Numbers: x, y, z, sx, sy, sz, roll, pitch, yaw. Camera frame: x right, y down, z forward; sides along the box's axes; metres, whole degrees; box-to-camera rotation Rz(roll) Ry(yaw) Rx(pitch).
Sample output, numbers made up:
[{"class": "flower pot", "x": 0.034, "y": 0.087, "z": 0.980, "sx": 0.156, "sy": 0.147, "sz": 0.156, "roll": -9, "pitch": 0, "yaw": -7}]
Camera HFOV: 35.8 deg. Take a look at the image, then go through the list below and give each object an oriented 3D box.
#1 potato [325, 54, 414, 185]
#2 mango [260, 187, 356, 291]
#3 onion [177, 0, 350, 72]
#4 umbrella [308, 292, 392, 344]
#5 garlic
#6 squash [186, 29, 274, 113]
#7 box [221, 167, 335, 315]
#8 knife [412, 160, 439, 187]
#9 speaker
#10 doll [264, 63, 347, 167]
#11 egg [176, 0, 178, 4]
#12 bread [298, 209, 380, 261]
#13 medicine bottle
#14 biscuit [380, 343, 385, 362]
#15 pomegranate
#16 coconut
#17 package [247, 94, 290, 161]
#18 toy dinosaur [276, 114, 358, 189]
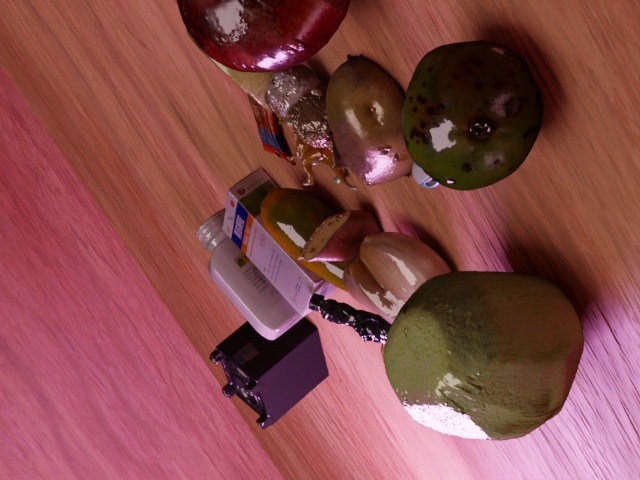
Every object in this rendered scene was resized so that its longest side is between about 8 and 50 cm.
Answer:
[{"class": "potato", "x": 0.091, "y": -0.181, "z": 1.647, "sx": 0.138, "sy": 0.098, "sz": 0.243, "roll": 10, "pitch": 134, "yaw": 57}, {"class": "mango", "x": -0.003, "y": 0.001, "z": 2.063, "sx": 0.289, "sy": 0.129, "sz": 0.146, "roll": 48, "pitch": 148, "yaw": 2}, {"class": "onion", "x": -0.091, "y": -0.385, "z": 1.466, "sx": 0.276, "sy": 0.276, "sz": 0.276, "roll": 42, "pitch": 156, "yaw": 24}, {"class": "umbrella", "x": 0.077, "y": 0.175, "z": 2.149, "sx": 0.224, "sy": 0.071, "sz": 0.080, "roll": 23, "pitch": 148, "yaw": 11}, {"class": "garlic", "x": 0.154, "y": 0.089, "z": 1.862, "sx": 0.228, "sy": 0.110, "sz": 0.217, "roll": 31, "pitch": 141, "yaw": 5}, {"class": "squash", "x": -0.151, "y": -0.390, "z": 1.889, "sx": 0.237, "sy": 0.155, "sz": 0.204, "roll": 45, "pitch": -171, "yaw": 14}, {"class": "box", "x": -0.088, "y": 0.007, "z": 2.271, "sx": 0.299, "sy": 0.106, "sz": 0.200, "roll": 46, "pitch": 155, "yaw": 13}, {"class": "knife", "x": 0.201, "y": -0.139, "z": 1.578, "sx": 0.064, "sy": 0.031, "sz": 0.222, "roll": 55, "pitch": 155, "yaw": 4}, {"class": "speaker", "x": -0.136, "y": 0.333, "z": 2.672, "sx": 0.184, "sy": 0.254, "sz": 0.232, "roll": 35, "pitch": 153, "yaw": 34}, {"class": "doll", "x": -0.005, "y": -0.225, "z": 1.752, "sx": 0.221, "sy": 0.105, "sz": 0.115, "roll": 44, "pitch": -167, "yaw": 19}, {"class": "egg", "x": -0.156, "y": -0.418, "z": 1.671, "sx": 0.236, "sy": 0.169, "sz": 0.169, "roll": 59, "pitch": 157, "yaw": -14}, {"class": "bread", "x": 0.057, "y": -0.010, "z": 1.949, "sx": 0.067, "sy": 0.193, "sz": 0.119, "roll": 46, "pitch": 128, "yaw": 51}, {"class": "medicine bottle", "x": -0.162, "y": 0.072, "z": 2.417, "sx": 0.324, "sy": 0.179, "sz": 0.124, "roll": 49, "pitch": 158, "yaw": 8}, {"class": "biscuit", "x": 0.211, "y": 0.305, "z": 2.233, "sx": 0.220, "sy": 0.033, "sz": 0.219, "roll": 42, "pitch": 157, "yaw": 23}, {"class": "pomegranate", "x": 0.201, "y": -0.173, "z": 1.349, "sx": 0.202, "sy": 0.202, "sz": 0.248, "roll": 59, "pitch": -175, "yaw": -16}, {"class": "coconut", "x": 0.276, "y": 0.182, "z": 1.592, "sx": 0.328, "sy": 0.329, "sz": 0.281, "roll": 90, "pitch": 166, "yaw": -57}, {"class": "package", "x": -0.112, "y": -0.250, "z": 2.039, "sx": 0.083, "sy": 0.022, "sz": 0.200, "roll": 32, "pitch": 150, "yaw": 41}, {"class": "toy dinosaur", "x": 0.003, "y": -0.177, "z": 1.909, "sx": 0.212, "sy": 0.057, "sz": 0.142, "roll": 11, "pitch": 116, "yaw": 43}]
